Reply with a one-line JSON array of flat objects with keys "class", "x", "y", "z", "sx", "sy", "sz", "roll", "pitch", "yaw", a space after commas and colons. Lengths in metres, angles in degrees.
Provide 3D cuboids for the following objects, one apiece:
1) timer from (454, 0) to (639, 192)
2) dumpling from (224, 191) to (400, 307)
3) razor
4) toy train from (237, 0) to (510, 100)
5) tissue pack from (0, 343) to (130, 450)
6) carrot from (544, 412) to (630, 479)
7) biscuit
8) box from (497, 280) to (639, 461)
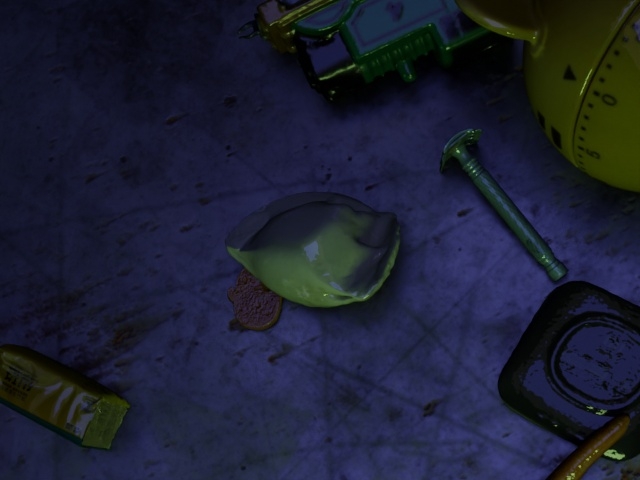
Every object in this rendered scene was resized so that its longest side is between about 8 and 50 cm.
[{"class": "timer", "x": 0.390, "y": -0.247, "z": 1.616, "sx": 0.387, "sy": 0.376, "sz": 0.376, "roll": 37, "pitch": 85, "yaw": 28}, {"class": "dumpling", "x": 0.000, "y": 0.000, "z": 1.737, "sx": 0.252, "sy": 0.131, "sz": 0.179, "roll": 12, "pitch": 53, "yaw": 32}, {"class": "razor", "x": 0.249, "y": -0.044, "z": 1.719, "sx": 0.068, "sy": 0.106, "sz": 0.232, "roll": -39, "pitch": 84, "yaw": 0}, {"class": "toy train", "x": 0.099, "y": -0.333, "z": 1.771, "sx": 0.429, "sy": 0.178, "sz": 0.249, "roll": -25, "pitch": 84, "yaw": 3}, {"class": "tissue pack", "x": -0.354, "y": 0.210, "z": 1.734, "sx": 0.169, "sy": 0.120, "sz": 0.082, "roll": 25, "pitch": 83, "yaw": 16}, {"class": "carrot", "x": 0.321, "y": 0.284, "z": 1.619, "sx": 0.037, "sy": 0.037, "sz": 0.190, "roll": 43, "pitch": 101, "yaw": 17}, {"class": "biscuit", "x": -0.090, "y": 0.078, "z": 1.774, "sx": 0.078, "sy": 0.015, "sz": 0.091, "roll": 6, "pitch": 77, "yaw": 13}, {"class": "box", "x": 0.356, "y": 0.167, "z": 1.658, "sx": 0.212, "sy": 0.042, "sz": 0.201, "roll": 30, "pitch": 83, "yaw": 14}]
